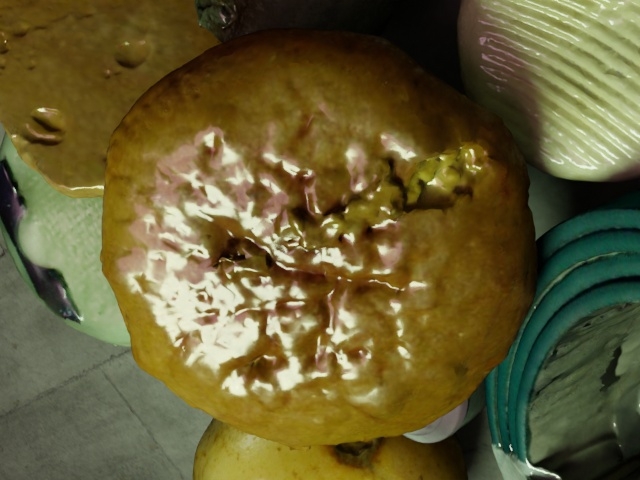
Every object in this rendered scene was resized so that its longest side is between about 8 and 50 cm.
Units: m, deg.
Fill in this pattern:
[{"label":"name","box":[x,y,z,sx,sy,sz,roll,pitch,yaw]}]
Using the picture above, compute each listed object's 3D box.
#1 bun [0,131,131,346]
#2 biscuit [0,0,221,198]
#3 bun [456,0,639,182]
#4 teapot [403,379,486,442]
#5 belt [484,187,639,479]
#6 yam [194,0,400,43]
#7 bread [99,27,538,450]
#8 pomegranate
[{"label":"bun","box":[-0.189,-0.046,0.925,0.293,0.187,0.293,4,104,17]},{"label":"biscuit","box":[-0.174,-0.170,0.789,0.376,0.269,0.051,43,172,9]},{"label":"bun","box":[0.206,-0.146,0.592,0.222,0.127,0.222,11,115,25]},{"label":"teapot","box":[0.112,0.118,0.822,0.148,0.146,0.116,-26,83,51]},{"label":"belt","box":[0.267,0.131,0.629,0.300,0.173,0.436,57,153,35]},{"label":"yam","box":[0.012,-0.248,0.637,0.161,0.161,0.268,41,137,7]},{"label":"bread","box":[0.001,-0.005,0.618,0.312,0.172,0.312,1,114,2]},{"label":"pomegranate","box":[0.014,0.251,0.909,0.307,0.307,0.307,20,130,26]}]
